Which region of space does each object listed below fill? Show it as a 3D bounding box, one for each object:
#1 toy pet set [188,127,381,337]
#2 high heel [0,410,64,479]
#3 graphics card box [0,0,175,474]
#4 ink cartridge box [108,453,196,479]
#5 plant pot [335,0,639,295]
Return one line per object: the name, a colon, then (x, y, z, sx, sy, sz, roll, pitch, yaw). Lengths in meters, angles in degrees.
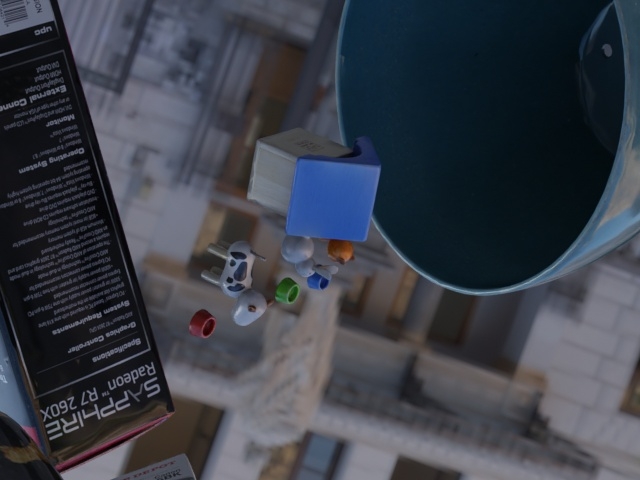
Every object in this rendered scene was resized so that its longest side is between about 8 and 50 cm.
toy pet set: (0.000, 0.000, 0.829, 0.065, 0.114, 0.122, 25, -153, 28)
high heel: (0.009, 0.144, 0.427, 0.186, 0.261, 0.093, -16, 161, -26)
graphics card box: (-0.218, -0.064, 0.914, 0.094, 0.371, 0.233, -23, -165, -29)
ink cartridge box: (-0.134, 0.228, 1.219, 0.099, 0.056, 0.135, -19, -163, -7)
plant pot: (0.175, -0.116, 1.127, 0.195, 0.290, 0.290, -7, -160, -37)
